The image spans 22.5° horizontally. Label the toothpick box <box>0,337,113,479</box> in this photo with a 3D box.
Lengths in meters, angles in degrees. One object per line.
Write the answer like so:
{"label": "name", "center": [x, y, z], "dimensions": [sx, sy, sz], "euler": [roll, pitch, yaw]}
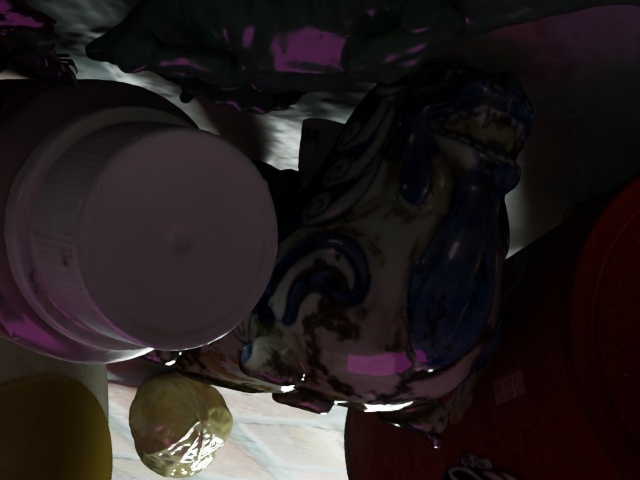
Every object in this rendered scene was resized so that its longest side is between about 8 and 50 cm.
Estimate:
{"label": "toothpick box", "center": [-0.355, 0.182, 1.114], "dimensions": [0.408, 0.425, 0.409], "euler": [5, 163, 2]}

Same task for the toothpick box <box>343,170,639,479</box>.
{"label": "toothpick box", "center": [0.158, 0.094, 0.913], "dimensions": [0.204, 0.204, 0.333], "euler": [11, 162, -15]}

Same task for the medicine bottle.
{"label": "medicine bottle", "center": [-0.122, -0.011, 0.811], "dimensions": [0.147, 0.147, 0.247], "euler": [18, 176, -31]}

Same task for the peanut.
{"label": "peanut", "center": [-0.140, 0.183, 1.594], "dimensions": [0.098, 0.090, 0.214], "euler": [-21, 167, -12]}

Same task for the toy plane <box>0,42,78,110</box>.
{"label": "toy plane", "center": [-0.191, -0.073, 0.781], "dimensions": [0.197, 0.078, 0.053], "euler": [10, 129, 57]}

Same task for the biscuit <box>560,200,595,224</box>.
{"label": "biscuit", "center": [0.245, 0.012, 1.003], "dimensions": [0.196, 0.049, 0.301], "euler": [16, 161, -20]}

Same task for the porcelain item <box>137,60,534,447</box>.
{"label": "porcelain item", "center": [0.000, 0.000, 0.873], "dimensions": [0.138, 0.186, 0.288], "euler": [20, 170, -25]}

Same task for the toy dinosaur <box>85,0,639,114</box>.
{"label": "toy dinosaur", "center": [0.009, -0.103, 0.680], "dimensions": [0.292, 0.079, 0.120], "euler": [-7, 164, 44]}

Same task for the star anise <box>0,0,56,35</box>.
{"label": "star anise", "center": [-0.199, -0.125, 0.716], "dimensions": [0.157, 0.054, 0.212], "euler": [16, 158, -26]}
